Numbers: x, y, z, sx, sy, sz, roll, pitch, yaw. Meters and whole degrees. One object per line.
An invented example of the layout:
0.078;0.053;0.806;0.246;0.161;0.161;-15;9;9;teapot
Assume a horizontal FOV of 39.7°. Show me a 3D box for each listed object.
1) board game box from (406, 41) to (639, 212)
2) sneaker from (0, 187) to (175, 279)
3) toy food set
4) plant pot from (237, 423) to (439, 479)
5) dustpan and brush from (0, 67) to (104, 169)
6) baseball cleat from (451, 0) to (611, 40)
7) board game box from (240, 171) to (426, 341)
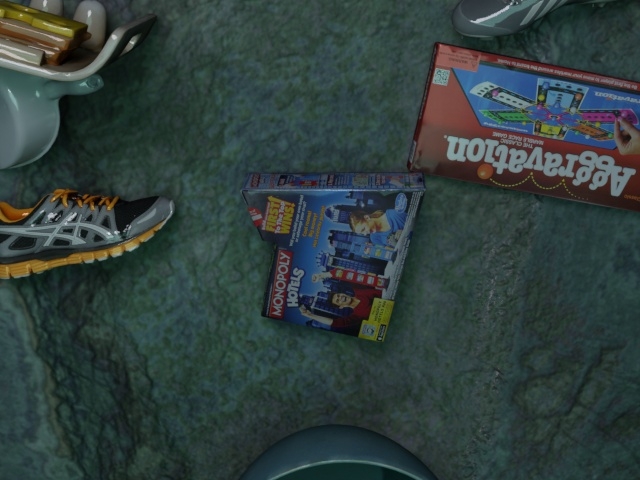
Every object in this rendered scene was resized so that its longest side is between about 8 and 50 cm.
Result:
0.249;-0.123;0.991;0.281;0.027;0.145;9;108;-6;board game box
-0.265;-0.020;0.966;0.215;0.084;0.083;-14;103;2;sneaker
-0.315;-0.235;0.818;0.306;0.219;0.092;15;107;-8;toy food set
0.017;0.330;1.035;0.290;0.195;0.290;-1;108;-3;plant pot
-0.295;-0.146;0.898;0.060;0.211;0.147;-34;116;-37;dustpan and brush
0.231;-0.274;0.903;0.206;0.072;0.109;-19;147;-6;baseball cleat
0.000;0.000;0.993;0.194;0.060;0.194;13;113;-1;board game box
